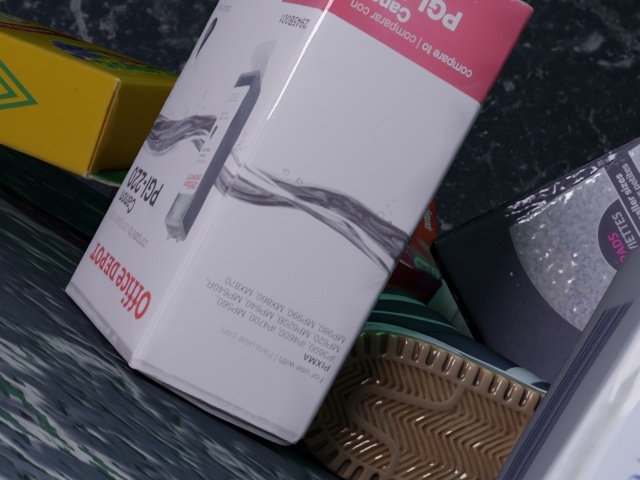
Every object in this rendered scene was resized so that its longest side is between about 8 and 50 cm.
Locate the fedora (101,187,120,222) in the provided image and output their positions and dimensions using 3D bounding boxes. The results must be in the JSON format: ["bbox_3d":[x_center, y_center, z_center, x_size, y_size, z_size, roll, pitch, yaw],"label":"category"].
[{"bbox_3d":[-0.121,-0.004,1.288,0.194,0.079,0.194,25,5,-2],"label":"fedora"}]

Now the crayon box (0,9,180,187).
[{"bbox_3d":[-0.224,-0.122,1.217,0.319,0.081,0.202,21,8,12],"label":"crayon box"}]

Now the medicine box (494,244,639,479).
[{"bbox_3d":[0.189,0.127,0.440,0.289,0.149,0.263,31,-1,7],"label":"medicine box"}]

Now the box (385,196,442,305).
[{"bbox_3d":[0.000,0.000,1.105,0.128,0.122,0.257,31,19,-8],"label":"box"}]

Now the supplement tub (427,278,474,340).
[{"bbox_3d":[0.207,0.129,1.119,0.272,0.191,0.191,32,-1,24],"label":"supplement tub"}]

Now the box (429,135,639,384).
[{"bbox_3d":[0.190,0.075,0.909,0.247,0.163,0.142,63,2,2],"label":"box"}]

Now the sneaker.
[{"bbox_3d":[0.101,0.111,0.805,0.282,0.099,0.153,29,1,-14],"label":"sneaker"}]

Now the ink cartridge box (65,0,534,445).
[{"bbox_3d":[-0.018,-0.035,0.716,0.092,0.218,0.158,26,1,-22],"label":"ink cartridge box"}]
